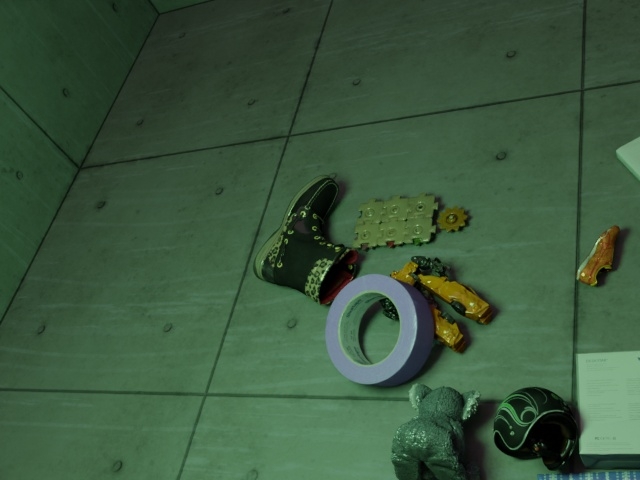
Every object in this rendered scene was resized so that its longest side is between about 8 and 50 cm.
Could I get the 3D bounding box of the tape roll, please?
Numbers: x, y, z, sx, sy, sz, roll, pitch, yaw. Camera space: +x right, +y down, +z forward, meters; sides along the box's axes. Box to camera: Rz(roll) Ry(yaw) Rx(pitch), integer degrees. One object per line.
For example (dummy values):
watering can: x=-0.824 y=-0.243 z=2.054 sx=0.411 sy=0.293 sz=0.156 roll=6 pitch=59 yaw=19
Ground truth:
tape roll: x=0.146 y=0.227 z=1.886 sx=0.275 sy=0.090 sz=0.275 roll=-12 pitch=69 yaw=35

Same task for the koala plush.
koala plush: x=0.266 y=0.417 z=1.677 sx=0.196 sy=0.203 sz=0.221 roll=1 pitch=43 yaw=30

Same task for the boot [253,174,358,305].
boot: x=0.000 y=0.000 z=2.194 sx=0.284 sy=0.138 sz=0.377 roll=26 pitch=73 yaw=43

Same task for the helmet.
helmet: x=0.451 y=0.395 z=1.591 sx=0.169 sy=0.169 sz=0.161 roll=-40 pitch=14 yaw=-5

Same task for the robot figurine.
robot figurine: x=0.287 y=0.160 z=1.935 sx=0.211 sy=0.085 sz=0.291 roll=-45 pitch=46 yaw=-11

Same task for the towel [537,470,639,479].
towel: x=0.596 y=0.564 z=1.454 sx=0.336 sy=0.040 sz=0.243 roll=-10 pitch=49 yaw=23

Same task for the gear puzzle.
gear puzzle: x=0.261 y=-0.053 z=2.159 sx=0.339 sy=0.044 sz=0.175 roll=-6 pitch=55 yaw=26

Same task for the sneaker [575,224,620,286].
sneaker: x=0.690 y=0.040 z=1.831 sx=0.067 sy=0.064 sz=0.175 roll=30 pitch=77 yaw=22

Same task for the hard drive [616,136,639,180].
hard drive: x=0.920 y=-0.179 z=1.882 sx=0.203 sy=0.040 sz=0.307 roll=-29 pitch=45 yaw=6

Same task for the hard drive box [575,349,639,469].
hard drive box: x=0.637 y=0.353 z=1.569 sx=0.181 sy=0.089 sz=0.232 roll=-7 pitch=52 yaw=25
